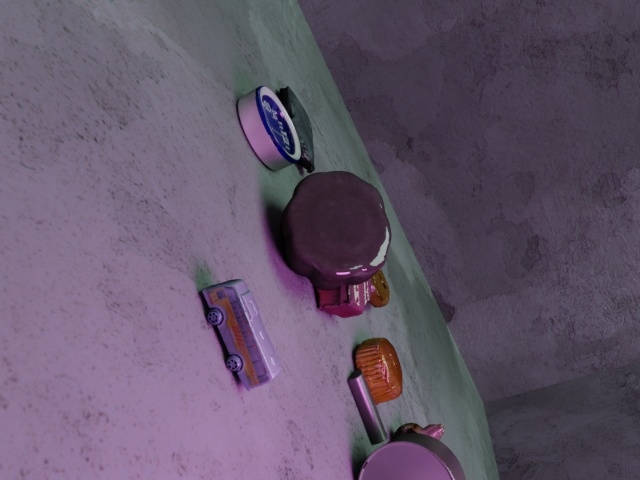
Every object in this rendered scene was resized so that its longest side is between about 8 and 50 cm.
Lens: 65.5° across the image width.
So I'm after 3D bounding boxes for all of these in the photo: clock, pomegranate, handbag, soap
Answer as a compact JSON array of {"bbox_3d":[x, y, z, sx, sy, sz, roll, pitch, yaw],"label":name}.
[{"bbox_3d":[-0.142,-0.313,1.403,0.230,0.083,0.230,57,18,-30],"label":"clock"},{"bbox_3d":[0.293,0.598,1.473,0.138,0.163,0.125,53,-14,14],"label":"pomegranate"},{"bbox_3d":[-0.078,-0.382,1.695,0.332,0.074,0.192,-98,161,-46],"label":"handbag"},{"bbox_3d":[0.069,0.071,1.423,0.182,0.112,0.289,44,42,-59],"label":"soap"}]

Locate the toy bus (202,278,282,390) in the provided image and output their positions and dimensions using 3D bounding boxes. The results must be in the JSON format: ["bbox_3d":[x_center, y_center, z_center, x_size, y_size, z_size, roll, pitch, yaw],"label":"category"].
[{"bbox_3d":[-0.135,0.159,0.859,0.191,0.075,0.064,68,18,-1],"label":"toy bus"}]

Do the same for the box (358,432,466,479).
[{"bbox_3d":[0.215,0.570,1.143,0.149,0.226,0.226,27,44,-64],"label":"box"}]

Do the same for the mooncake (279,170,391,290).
[{"bbox_3d":[0.036,-0.022,1.264,0.154,0.305,0.306,120,-42,-62],"label":"mooncake"}]

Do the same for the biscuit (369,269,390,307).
[{"bbox_3d":[0.163,0.113,1.793,0.296,0.075,0.296,53,19,-27],"label":"biscuit"}]

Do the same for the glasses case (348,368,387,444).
[{"bbox_3d":[0.129,0.450,1.351,0.072,0.042,0.191,-7,75,-80],"label":"glasses case"}]

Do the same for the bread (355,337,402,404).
[{"bbox_3d":[0.179,0.380,1.472,0.199,0.104,0.199,56,22,-37],"label":"bread"}]
